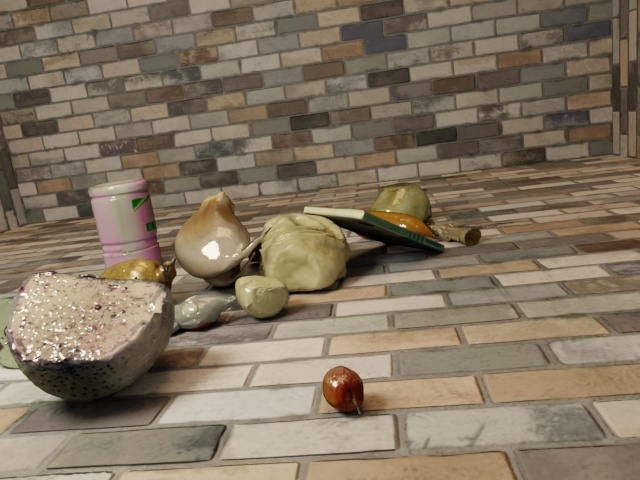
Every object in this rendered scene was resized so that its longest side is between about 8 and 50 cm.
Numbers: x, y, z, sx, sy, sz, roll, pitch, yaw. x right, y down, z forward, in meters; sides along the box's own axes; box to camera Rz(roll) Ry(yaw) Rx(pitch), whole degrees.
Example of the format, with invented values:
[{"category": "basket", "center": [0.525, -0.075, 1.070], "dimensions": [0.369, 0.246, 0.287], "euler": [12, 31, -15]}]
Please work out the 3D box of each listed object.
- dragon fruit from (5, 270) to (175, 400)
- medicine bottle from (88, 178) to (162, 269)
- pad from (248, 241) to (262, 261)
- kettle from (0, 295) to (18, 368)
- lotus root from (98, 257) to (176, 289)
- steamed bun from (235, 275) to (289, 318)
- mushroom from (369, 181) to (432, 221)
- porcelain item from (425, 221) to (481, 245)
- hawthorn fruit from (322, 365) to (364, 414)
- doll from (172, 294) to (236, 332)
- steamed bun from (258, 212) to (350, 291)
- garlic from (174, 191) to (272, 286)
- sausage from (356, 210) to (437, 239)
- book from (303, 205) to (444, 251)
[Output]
[{"category": "dragon fruit", "center": [-0.427, 0.199, 0.961], "dimensions": [0.282, 0.204, 0.221], "euler": [2, 41, -5]}, {"category": "medicine bottle", "center": [-0.719, -0.054, 1.897], "dimensions": [0.212, 0.326, 0.212], "euler": [-8, 12, 2]}, {"category": "pad", "center": [-0.111, 0.024, 1.698], "dimensions": [0.266, 0.002, 0.176], "euler": [-9, -21, -7]}, {"category": "kettle", "center": [-0.673, 0.202, 1.237], "dimensions": [0.210, 0.160, 0.243], "euler": [-34, -1, 15]}, {"category": "lotus root", "center": [-0.512, 0.125, 1.426], "dimensions": [0.256, 0.140, 0.154], "euler": [-11, -18, 19]}, {"category": "steamed bun", "center": [-0.145, 0.138, 1.241], "dimensions": [0.130, 0.091, 0.112], "euler": [1, 16, -37]}, {"category": "mushroom", "center": [0.318, -0.141, 2.020], "dimensions": [0.267, 0.164, 0.189], "euler": [-11, 12, -14]}, {"category": "porcelain item", "center": [0.428, -0.026, 1.699], "dimensions": [0.084, 0.054, 0.213], "euler": [-11, 14, -27]}, {"category": "hawthorn fruit", "center": [0.043, 0.233, 0.779], "dimensions": [0.066, 0.067, 0.103], "euler": [-14, 11, -24]}, {"category": "doll", "center": [-0.309, 0.177, 1.227], "dimensions": [0.227, 0.075, 0.102], "euler": [-19, 30, 1]}, {"category": "steamed bun", "center": [-0.056, 0.016, 1.473], "dimensions": [0.276, 0.203, 0.289], "euler": [-2, 13, 21]}, {"category": "garlic", "center": [-0.276, 0.036, 1.486], "dimensions": [0.246, 0.231, 0.340], "euler": [-39, 39, -15]}, {"category": "sausage", "center": [0.259, -0.047, 1.784], "dimensions": [0.328, 0.112, 0.112], "euler": [8, 20, 40]}, {"category": "book", "center": [0.167, -0.034, 1.557], "dimensions": [0.379, 0.031, 0.264], "euler": [19, -6, -39]}]
